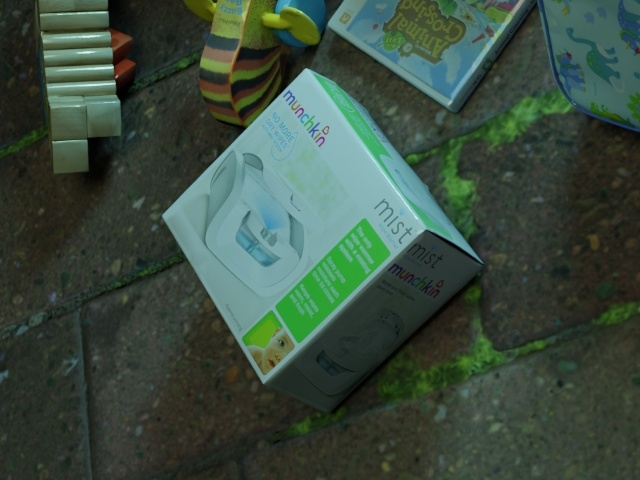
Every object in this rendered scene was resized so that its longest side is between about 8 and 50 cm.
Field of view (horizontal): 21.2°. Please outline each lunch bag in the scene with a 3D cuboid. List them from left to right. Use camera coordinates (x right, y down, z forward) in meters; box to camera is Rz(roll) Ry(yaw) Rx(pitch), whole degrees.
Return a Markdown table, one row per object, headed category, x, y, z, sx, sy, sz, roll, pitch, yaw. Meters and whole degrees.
| category | x | y | z | sx | sy | sz | roll | pitch | yaw |
| --- | --- | --- | --- | --- | --- | --- | --- | --- | --- |
| lunch bag | 0.285 | -0.213 | 1.597 | 0.090 | 0.219 | 0.176 | -39 | 39 | -27 |

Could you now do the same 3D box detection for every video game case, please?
| category | x | y | z | sx | sy | sz | roll | pitch | yaw |
| --- | --- | --- | --- | --- | --- | --- | --- | --- | --- |
| video game case | 0.130 | -0.264 | 1.847 | 0.212 | 0.023 | 0.193 | 39 | 95 | 39 |

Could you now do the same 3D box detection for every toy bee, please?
| category | x | y | z | sx | sy | sz | roll | pitch | yaw |
| --- | --- | --- | --- | --- | --- | --- | --- | --- | --- |
| toy bee | -0.079 | -0.283 | 1.913 | 0.195 | 0.162 | 0.298 | -9 | 66 | 35 |

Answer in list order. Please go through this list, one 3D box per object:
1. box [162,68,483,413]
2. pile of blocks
| category | x | y | z | sx | sy | sz | roll | pitch | yaw |
| --- | --- | --- | --- | --- | --- | --- | --- | --- | --- |
| box | 0.000 | 0.000 | 1.765 | 0.231 | 0.127 | 0.262 | -44 | 52 | 14 |
| pile of blocks | -0.290 | -0.247 | 2.097 | 0.112 | 0.149 | 0.362 | -4 | 73 | -13 |
